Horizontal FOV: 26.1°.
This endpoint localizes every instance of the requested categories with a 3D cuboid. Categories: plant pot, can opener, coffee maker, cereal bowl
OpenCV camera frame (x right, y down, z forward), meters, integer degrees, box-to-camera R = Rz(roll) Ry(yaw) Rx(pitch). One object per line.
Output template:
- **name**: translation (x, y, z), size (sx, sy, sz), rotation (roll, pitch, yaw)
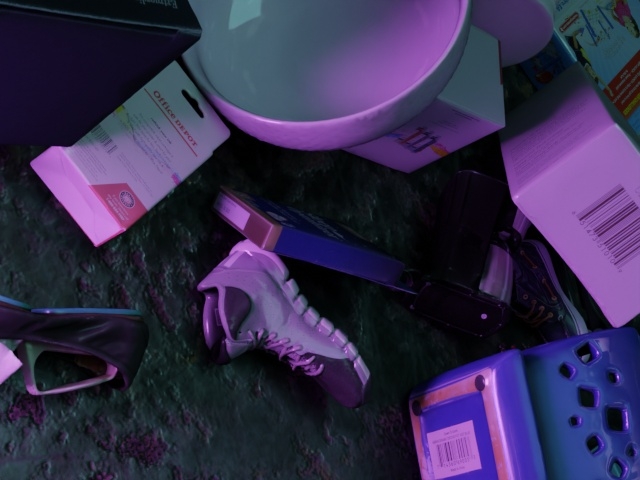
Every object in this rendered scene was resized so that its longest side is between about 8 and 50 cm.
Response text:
- **plant pot**: translation (0.242, 0.239, 1.604), size (0.212, 0.236, 0.236), rotation (-1, 74, -32)
- **can opener**: translation (0.352, 0.086, 1.887), size (0.059, 0.073, 0.186), rotation (-16, 77, -4)
- **coffee maker**: translation (0.174, 0.005, 1.718), size (0.171, 0.120, 0.178), rotation (35, 52, -23)
- **cereal bowl**: translation (0.011, -0.243, 1.596), size (0.141, 0.338, 0.339), rotation (66, 25, -62)

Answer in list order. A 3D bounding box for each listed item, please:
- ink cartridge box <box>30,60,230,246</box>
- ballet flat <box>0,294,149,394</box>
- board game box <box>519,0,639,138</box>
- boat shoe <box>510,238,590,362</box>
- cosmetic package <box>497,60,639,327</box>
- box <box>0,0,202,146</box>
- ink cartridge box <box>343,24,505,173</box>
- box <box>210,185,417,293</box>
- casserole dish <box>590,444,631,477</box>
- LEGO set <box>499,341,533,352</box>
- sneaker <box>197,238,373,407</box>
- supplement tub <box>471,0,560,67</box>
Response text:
- **ink cartridge box**: translation (-0.199, -0.098, 1.484), size (0.115, 0.067, 0.198), rotation (53, 49, -10)
- **ballet flat**: translation (-0.285, 0.096, 1.315), size (0.280, 0.095, 0.096), rotation (12, 76, -36)
- **board game box**: translation (0.427, -0.301, 2.084), size (0.302, 0.086, 0.308), rotation (55, 47, -8)
- **boat shoe**: translation (0.283, 0.090, 1.817), size (0.083, 0.065, 0.183), rotation (-14, 75, -41)
- **cosmetic package**: translation (0.351, -0.073, 1.758), size (0.217, 0.156, 0.385), rotation (50, 13, -10)
- **box**: translation (-0.340, -0.306, 1.273), size (0.293, 0.212, 0.395), rotation (-2, 61, -56)
- **ink cartridge box**: translation (0.121, -0.182, 1.716), size (0.127, 0.176, 0.128), rotation (18, 61, -37)
- **box**: translation (0.000, 0.000, 1.571), size (0.225, 0.136, 0.037), rotation (18, 100, -35)
- **casserole dish**: translation (0.360, 0.331, 1.792), size (0.188, 0.037, 0.114), rotation (-23, 88, -43)
- **LEGO set**: translation (0.266, 0.157, 1.801), size (0.083, 0.023, 0.054), rotation (29, 52, -12)
- **sneaker**: translation (-0.054, 0.119, 1.513), size (0.229, 0.086, 0.132), rotation (50, 52, 1)
- **supplement tub**: translation (0.216, -0.413, 1.857), size (0.228, 0.228, 0.316), rotation (22, 59, -32)
